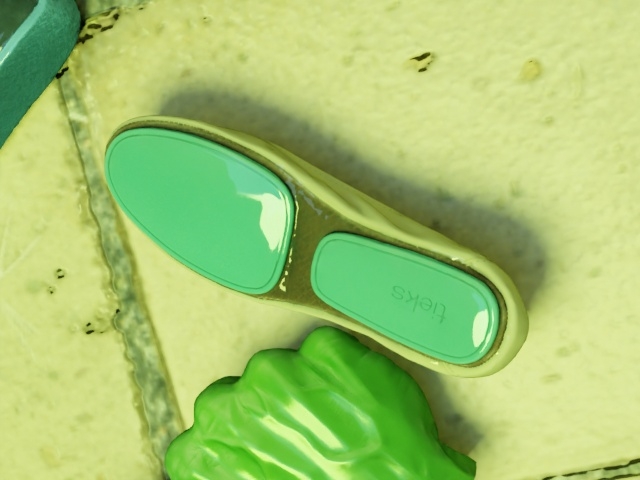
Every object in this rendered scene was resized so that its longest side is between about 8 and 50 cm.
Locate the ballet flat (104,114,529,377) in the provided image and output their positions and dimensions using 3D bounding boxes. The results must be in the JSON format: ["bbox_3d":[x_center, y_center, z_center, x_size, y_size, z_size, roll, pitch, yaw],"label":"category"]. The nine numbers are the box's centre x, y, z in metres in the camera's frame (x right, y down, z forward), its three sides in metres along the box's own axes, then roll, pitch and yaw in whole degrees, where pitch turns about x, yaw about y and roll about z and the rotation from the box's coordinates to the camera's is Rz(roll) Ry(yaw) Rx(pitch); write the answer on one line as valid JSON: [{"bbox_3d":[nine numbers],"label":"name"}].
[{"bbox_3d":[0.000,0.000,0.790,0.248,0.086,0.086,28,106,17],"label":"ballet flat"}]

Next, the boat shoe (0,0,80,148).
[{"bbox_3d":[-0.245,-0.062,0.859,0.089,0.109,0.258,44,92,14],"label":"boat shoe"}]

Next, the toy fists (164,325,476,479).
[{"bbox_3d":[-0.045,0.170,0.825,0.142,0.096,0.279,38,106,-2],"label":"toy fists"}]
